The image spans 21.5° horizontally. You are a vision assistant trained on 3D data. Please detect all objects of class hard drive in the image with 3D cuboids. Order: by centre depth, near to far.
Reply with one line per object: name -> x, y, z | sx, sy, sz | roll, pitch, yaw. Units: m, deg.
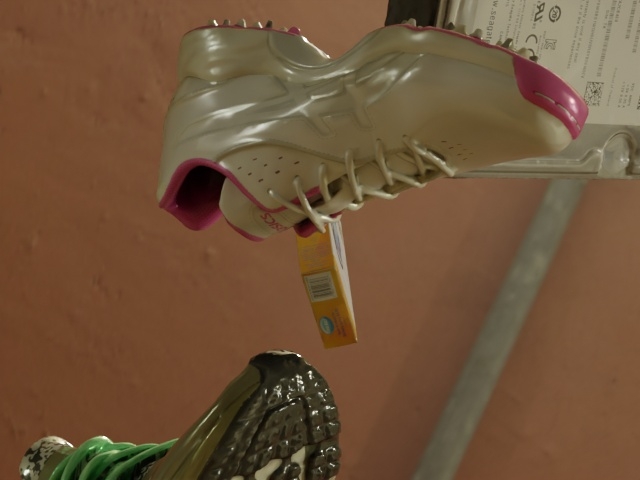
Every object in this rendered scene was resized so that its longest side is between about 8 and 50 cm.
hard drive -> 0.198, -0.163, 1.278 | 0.339, 0.237, 0.064 | 0, -163, -38

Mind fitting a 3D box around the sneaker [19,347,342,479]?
sneaker -> -0.141, 0.188, 1.113 | 0.158, 0.410, 0.182 | -14, -122, -48

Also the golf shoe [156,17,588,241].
golf shoe -> 0.020, -0.056, 1.020 | 0.115, 0.306, 0.140 | 36, -112, -43

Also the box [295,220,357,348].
box -> 0.000, 0.000, 1.197 | 0.028, 0.081, 0.136 | -14, -136, 3
